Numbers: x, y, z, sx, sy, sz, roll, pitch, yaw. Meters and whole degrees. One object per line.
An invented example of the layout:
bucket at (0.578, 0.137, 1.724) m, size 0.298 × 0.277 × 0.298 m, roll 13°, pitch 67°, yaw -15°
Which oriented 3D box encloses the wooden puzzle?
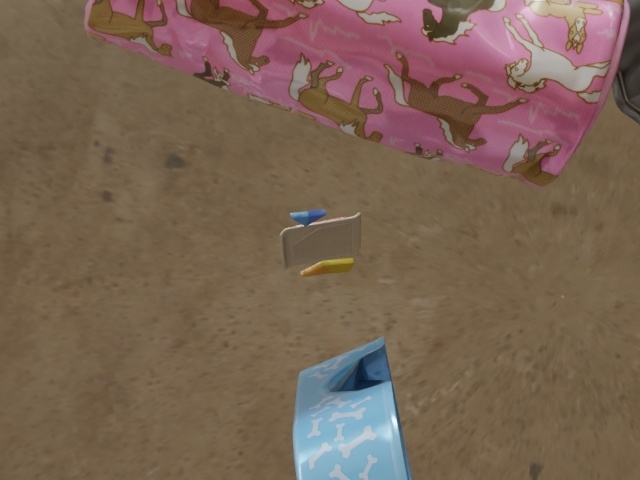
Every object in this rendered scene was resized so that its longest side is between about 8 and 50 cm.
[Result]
wooden puzzle at (0.000, 0.000, 1.199) m, size 0.078 × 0.116 × 0.014 m, roll -11°, pitch 62°, yaw -12°

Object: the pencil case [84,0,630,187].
pencil case at (0.020, -0.168, 1.005) m, size 0.386 × 0.167 × 0.160 m, roll 17°, pitch 115°, yaw -4°

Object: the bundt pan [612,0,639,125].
bundt pan at (0.363, -0.199, 1.162) m, size 0.124 × 0.330 × 0.331 m, roll -30°, pitch 81°, yaw 44°

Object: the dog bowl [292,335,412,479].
dog bowl at (0.029, 0.172, 1.001) m, size 0.074 × 0.297 × 0.166 m, roll -11°, pitch 99°, yaw 3°
